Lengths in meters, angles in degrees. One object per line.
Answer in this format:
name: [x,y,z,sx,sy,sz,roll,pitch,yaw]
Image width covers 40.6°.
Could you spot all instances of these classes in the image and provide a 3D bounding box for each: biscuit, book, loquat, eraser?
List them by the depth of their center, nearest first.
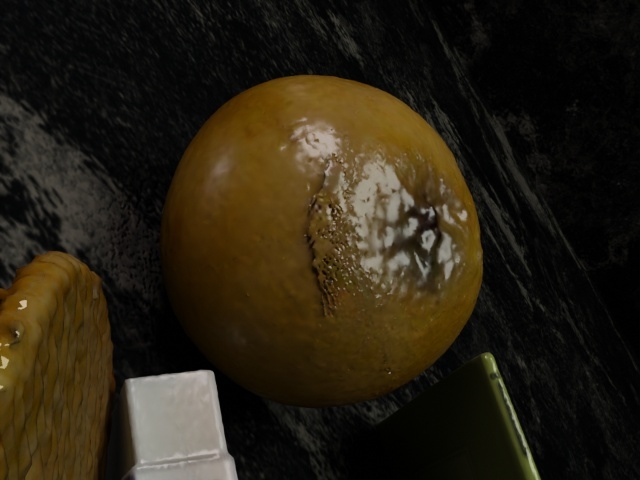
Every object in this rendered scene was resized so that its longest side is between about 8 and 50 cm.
biscuit: [-0.132,0.130,0.382,0.254,0.035,0.254,-174,-90,-88]
eraser: [-0.080,0.193,0.484,0.068,0.124,0.210,-3,62,-22]
loquat: [0.000,0.000,0.692,0.263,0.263,0.263,47,29,-36]
book: [0.157,0.302,0.781,0.035,0.239,0.352,-7,67,-23]
